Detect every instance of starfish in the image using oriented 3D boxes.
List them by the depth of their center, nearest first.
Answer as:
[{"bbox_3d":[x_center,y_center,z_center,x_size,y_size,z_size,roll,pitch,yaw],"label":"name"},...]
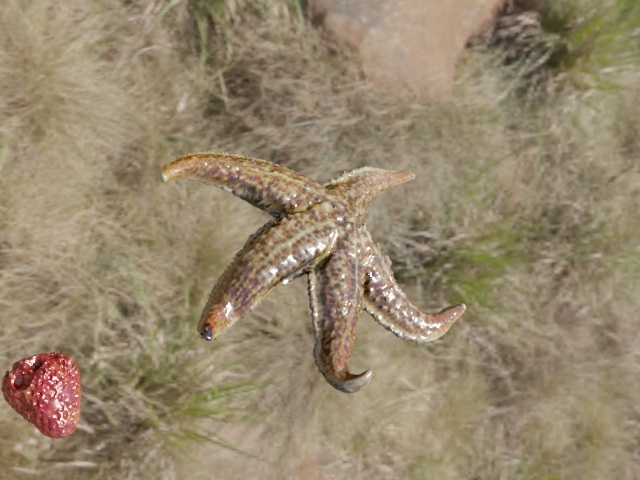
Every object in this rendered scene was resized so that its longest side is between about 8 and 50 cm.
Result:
[{"bbox_3d":[0.004,-0.003,0.664,0.213,0.057,0.238,43,47,-6],"label":"starfish"}]

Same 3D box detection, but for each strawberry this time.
[{"bbox_3d":[-0.252,0.144,0.947,0.073,0.073,0.083,-12,53,-49],"label":"strawberry"}]
